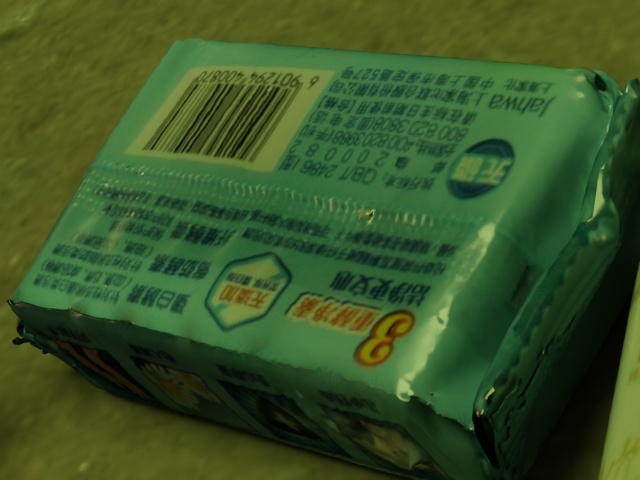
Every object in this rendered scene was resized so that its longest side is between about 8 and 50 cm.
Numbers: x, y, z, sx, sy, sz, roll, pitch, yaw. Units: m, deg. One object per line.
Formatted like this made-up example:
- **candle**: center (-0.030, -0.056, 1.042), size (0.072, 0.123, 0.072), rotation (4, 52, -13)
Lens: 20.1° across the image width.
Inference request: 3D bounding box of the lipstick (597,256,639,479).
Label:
- **lipstick**: center (0.102, 0.101, 0.517), size (0.059, 0.059, 0.264), rotation (-9, 46, 33)

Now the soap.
- **soap**: center (0.000, 0.000, 0.685), size (0.293, 0.077, 0.156), rotation (12, 61, 46)
